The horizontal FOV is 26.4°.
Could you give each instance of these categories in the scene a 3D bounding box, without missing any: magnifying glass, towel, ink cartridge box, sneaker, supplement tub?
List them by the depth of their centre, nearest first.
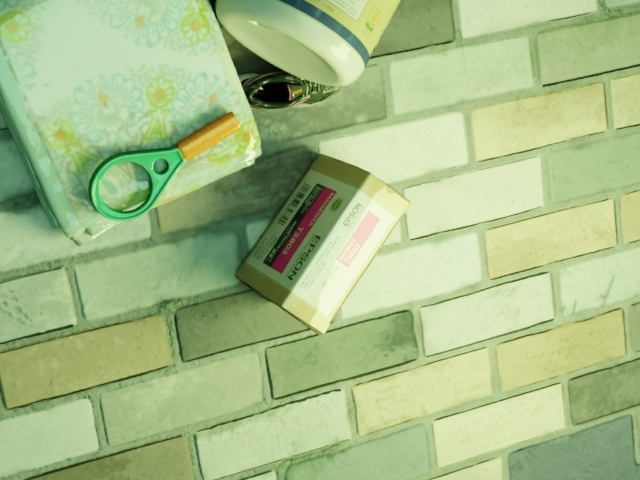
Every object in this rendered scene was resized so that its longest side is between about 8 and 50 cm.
[{"bbox_3d":[-0.213,-0.108,1.884,0.231,0.026,0.092,-33,113,-10],"label":"magnifying glass"},{"bbox_3d":[-0.280,-0.213,1.892,0.321,0.090,0.374,-26,112,-13],"label":"towel"},{"bbox_3d":[0.018,-0.398,1.901,0.228,0.228,0.316,32,82,-26],"label":"supplement tub"},{"bbox_3d":[-0.041,-0.220,2.006,0.178,0.077,0.072,-18,108,-20],"label":"sneaker"},{"bbox_3d":[0.000,0.000,2.007,0.088,0.193,0.234,36,85,-26],"label":"ink cartridge box"}]
